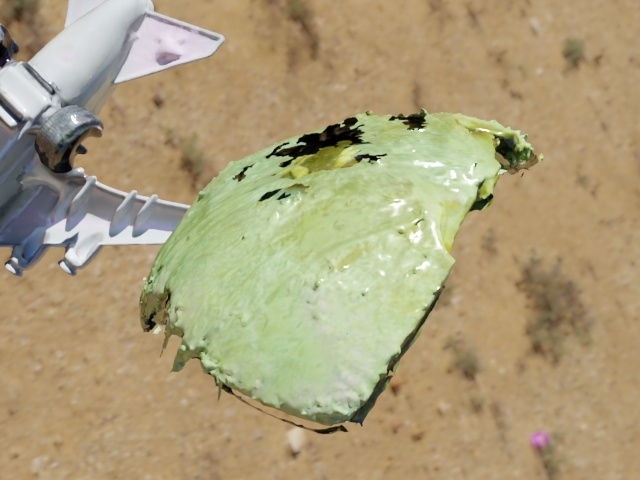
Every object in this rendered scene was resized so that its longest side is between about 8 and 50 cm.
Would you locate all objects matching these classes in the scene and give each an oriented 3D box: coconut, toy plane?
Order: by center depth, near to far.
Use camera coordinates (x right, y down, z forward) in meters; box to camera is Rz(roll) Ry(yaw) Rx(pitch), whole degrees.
[{"bbox_3d":[0.000,-0.003,0.505,0.158,0.133,0.055,-68,148,-58],"label":"coconut"},{"bbox_3d":[-0.118,-0.035,0.604,0.162,0.171,0.065,43,-1,19],"label":"toy plane"}]
